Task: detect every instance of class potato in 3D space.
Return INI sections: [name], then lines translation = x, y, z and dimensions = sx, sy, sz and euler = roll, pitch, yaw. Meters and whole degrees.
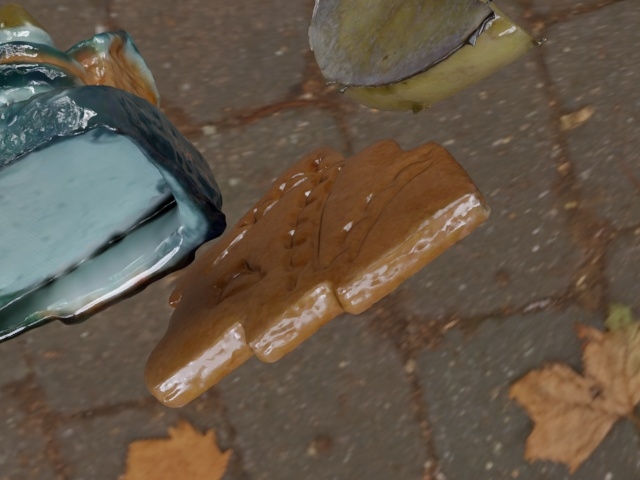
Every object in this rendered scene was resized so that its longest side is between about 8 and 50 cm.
[potato]
translation = 0.076, -0.156, 1.310
dimensions = 0.098, 0.243, 0.138
euler = 31, 104, -34

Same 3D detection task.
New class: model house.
[model house]
translation = -0.232, -0.084, 1.197
dimensions = 0.253, 0.184, 0.291
euler = -29, 48, 13

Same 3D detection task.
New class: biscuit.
[biscuit]
translation = 0.000, 0.000, 1.218
dimensions = 0.306, 0.284, 0.043
euler = -19, 118, 42
